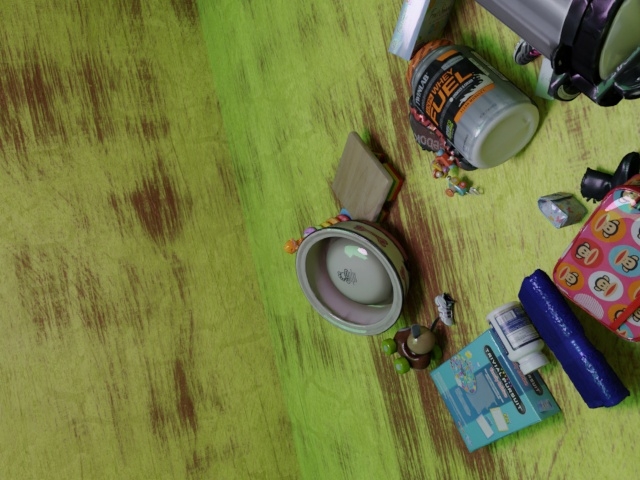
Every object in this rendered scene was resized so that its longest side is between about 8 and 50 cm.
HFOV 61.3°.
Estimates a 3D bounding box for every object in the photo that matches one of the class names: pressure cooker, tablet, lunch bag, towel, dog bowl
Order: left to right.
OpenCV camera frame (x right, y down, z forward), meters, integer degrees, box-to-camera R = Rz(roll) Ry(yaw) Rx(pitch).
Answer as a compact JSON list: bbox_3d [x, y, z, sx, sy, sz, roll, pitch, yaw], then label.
[{"bbox_3d":[0.123,0.111,1.818,0.408,0.150,0.407,19,127,27],"label":"dog bowl"},{"bbox_3d":[0.508,-0.359,1.202,0.054,0.006,0.083,42,136,49],"label":"tablet"},{"bbox_3d":[0.532,-0.074,1.197,0.083,0.071,0.053,58,148,35],"label":"lunch bag"},{"bbox_3d":[0.552,0.215,1.186,0.308,0.076,0.227,63,-175,22],"label":"towel"},{"bbox_3d":[0.464,-0.437,0.832,0.420,0.376,0.369,56,174,31],"label":"pressure cooker"},{"bbox_3d":[0.617,0.048,1.024,0.258,0.120,0.293,44,142,27],"label":"lunch bag"}]

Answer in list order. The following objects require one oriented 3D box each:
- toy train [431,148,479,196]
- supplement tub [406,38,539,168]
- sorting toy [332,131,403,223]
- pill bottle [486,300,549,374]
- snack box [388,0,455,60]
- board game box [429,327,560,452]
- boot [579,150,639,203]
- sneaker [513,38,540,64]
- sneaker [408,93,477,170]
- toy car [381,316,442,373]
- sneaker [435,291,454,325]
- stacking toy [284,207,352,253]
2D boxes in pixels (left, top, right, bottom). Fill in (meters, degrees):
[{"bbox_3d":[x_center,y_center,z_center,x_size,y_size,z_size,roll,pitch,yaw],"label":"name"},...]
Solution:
[{"bbox_3d":[0.345,-0.169,1.445,0.166,0.046,0.125,47,174,-16],"label":"toy train"},{"bbox_3d":[0.353,-0.338,1.302,0.316,0.194,0.193,58,146,34],"label":"supplement tub"},{"bbox_3d":[0.161,-0.196,1.837,0.255,0.090,0.257,59,148,33],"label":"sorting toy"},{"bbox_3d":[0.500,0.246,1.361,0.169,0.094,0.094,65,150,24],"label":"pill bottle"},{"bbox_3d":[0.266,-0.569,1.358,0.070,0.207,0.174,31,134,15],"label":"snack box"},{"bbox_3d":[0.468,0.417,1.506,0.253,0.079,0.336,65,150,24],"label":"board game box"},{"bbox_3d":[0.587,-0.129,1.099,0.099,0.045,0.121,30,133,51],"label":"boot"},{"bbox_3d":[0.486,-0.421,1.155,0.170,0.063,0.074,-37,61,55],"label":"sneaker"},{"bbox_3d":[0.335,-0.280,1.470,0.276,0.098,0.135,53,162,22],"label":"sneaker"},{"bbox_3d":[0.301,0.301,1.678,0.149,0.155,0.188,56,151,36],"label":"toy car"},{"bbox_3d":[0.384,0.203,1.625,0.098,0.038,0.069,67,152,19],"label":"sneaker"},{"bbox_3d":[0.000,0.000,1.988,0.166,0.302,0.175,46,139,46],"label":"stacking toy"}]
